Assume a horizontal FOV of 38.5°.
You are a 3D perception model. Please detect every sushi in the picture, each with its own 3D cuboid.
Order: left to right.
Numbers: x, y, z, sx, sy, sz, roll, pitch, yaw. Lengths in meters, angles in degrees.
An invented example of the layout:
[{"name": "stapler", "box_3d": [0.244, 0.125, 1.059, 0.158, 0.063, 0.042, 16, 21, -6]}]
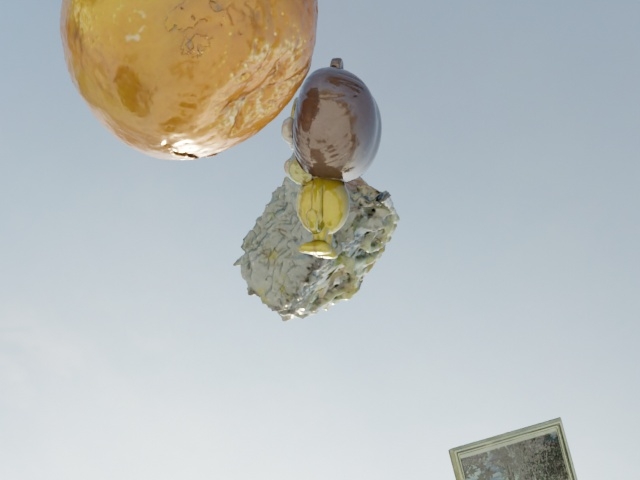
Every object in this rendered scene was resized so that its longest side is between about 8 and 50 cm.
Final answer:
[{"name": "sushi", "box_3d": [0.000, 0.000, 1.301, 0.139, 0.184, 0.274, 45, -63, 25]}]

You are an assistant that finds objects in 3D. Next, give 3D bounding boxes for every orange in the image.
[{"name": "orange", "box_3d": [-0.104, -0.174, 0.740, 0.193, 0.219, 0.219, 44, -51, 1]}]

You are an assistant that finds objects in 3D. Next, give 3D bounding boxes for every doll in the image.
[{"name": "doll", "box_3d": [0.003, -0.082, 0.882, 0.096, 0.188, 0.145, 8, -27, 17]}]

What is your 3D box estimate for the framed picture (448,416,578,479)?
[{"name": "framed picture", "box_3d": [0.286, 0.347, 1.320, 0.183, 0.142, 0.011, -12, -7, -14]}]
